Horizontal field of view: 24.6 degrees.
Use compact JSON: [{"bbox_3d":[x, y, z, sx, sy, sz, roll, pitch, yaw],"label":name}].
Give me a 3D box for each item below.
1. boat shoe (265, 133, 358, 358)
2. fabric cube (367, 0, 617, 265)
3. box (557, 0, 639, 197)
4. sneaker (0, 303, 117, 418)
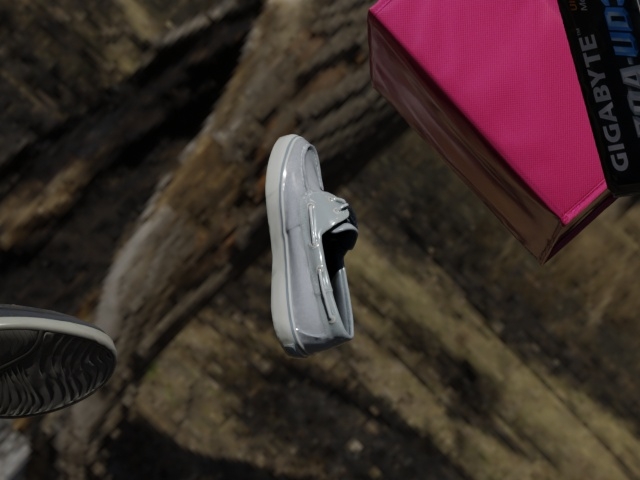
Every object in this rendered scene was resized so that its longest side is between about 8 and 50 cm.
[{"bbox_3d":[0.000,0.000,1.386,0.079,0.081,0.227,42,40,-58],"label":"boat shoe"},{"bbox_3d":[0.223,-0.167,1.380,0.258,0.259,0.254,48,-4,10],"label":"fabric cube"},{"bbox_3d":[0.189,-0.151,0.761,0.175,0.051,0.220,-24,100,-41],"label":"box"},{"bbox_3d":[-0.253,0.053,0.988,0.222,0.083,0.118,3,34,-24],"label":"sneaker"}]
